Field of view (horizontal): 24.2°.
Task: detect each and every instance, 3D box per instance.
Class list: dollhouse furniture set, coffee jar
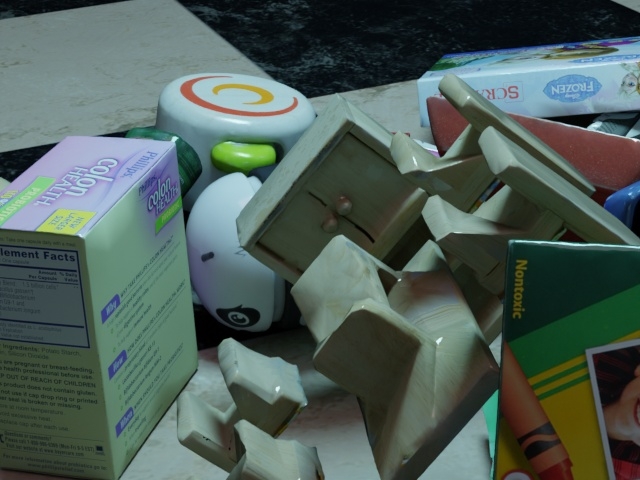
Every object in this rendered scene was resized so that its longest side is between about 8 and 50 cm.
[{"bbox_3d":[0.089,0.072,1.228,0.256,0.362,0.394,34,15,-20],"label":"dollhouse furniture set"},{"bbox_3d":[-0.217,-0.037,1.679,0.096,0.079,0.184,10,57,33],"label":"coffee jar"}]

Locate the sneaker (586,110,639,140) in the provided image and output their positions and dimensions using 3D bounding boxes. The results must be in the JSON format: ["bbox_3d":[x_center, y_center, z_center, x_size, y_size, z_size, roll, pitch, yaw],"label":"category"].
[{"bbox_3d":[0.415,-0.126,1.878,0.106,0.078,0.234,17,29,41],"label":"sneaker"}]

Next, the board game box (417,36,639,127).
[{"bbox_3d":[0.306,-0.217,1.994,0.319,0.066,0.318,-4,12,11],"label":"board game box"}]

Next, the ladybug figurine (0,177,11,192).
[{"bbox_3d":[-0.521,0.026,1.550,0.449,0.162,0.305,0,25,4],"label":"ladybug figurine"}]

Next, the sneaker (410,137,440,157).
[{"bbox_3d":[0.139,-0.057,1.728,0.252,0.103,0.111,-3,23,2],"label":"sneaker"}]

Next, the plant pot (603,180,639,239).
[{"bbox_3d":[0.364,0.050,1.284,0.212,0.236,0.236,21,29,36],"label":"plant pot"}]

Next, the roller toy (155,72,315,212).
[{"bbox_3d":[-0.106,-0.111,1.822,0.191,0.146,0.209,22,27,26],"label":"roller toy"}]

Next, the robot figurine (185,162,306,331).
[{"bbox_3d":[0.000,0.003,1.539,0.278,0.209,0.173,-10,42,-15],"label":"robot figurine"}]

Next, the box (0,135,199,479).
[{"bbox_3d":[-0.210,0.057,1.354,0.117,0.243,0.213,5,27,16],"label":"box"}]

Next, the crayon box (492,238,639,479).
[{"bbox_3d":[0.260,0.189,0.877,0.313,0.363,0.106,3,-5,13],"label":"crayon box"}]

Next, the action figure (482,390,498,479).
[{"bbox_3d":[0.186,0.193,1.227,0.137,0.063,0.232,4,22,11],"label":"action figure"}]

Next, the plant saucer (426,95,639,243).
[{"bbox_3d":[0.241,-0.029,1.527,0.259,0.258,0.047,15,63,29],"label":"plant saucer"}]

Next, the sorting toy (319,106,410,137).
[{"bbox_3d":[-0.010,-0.142,1.999,0.275,0.046,0.132,5,26,16],"label":"sorting toy"}]
